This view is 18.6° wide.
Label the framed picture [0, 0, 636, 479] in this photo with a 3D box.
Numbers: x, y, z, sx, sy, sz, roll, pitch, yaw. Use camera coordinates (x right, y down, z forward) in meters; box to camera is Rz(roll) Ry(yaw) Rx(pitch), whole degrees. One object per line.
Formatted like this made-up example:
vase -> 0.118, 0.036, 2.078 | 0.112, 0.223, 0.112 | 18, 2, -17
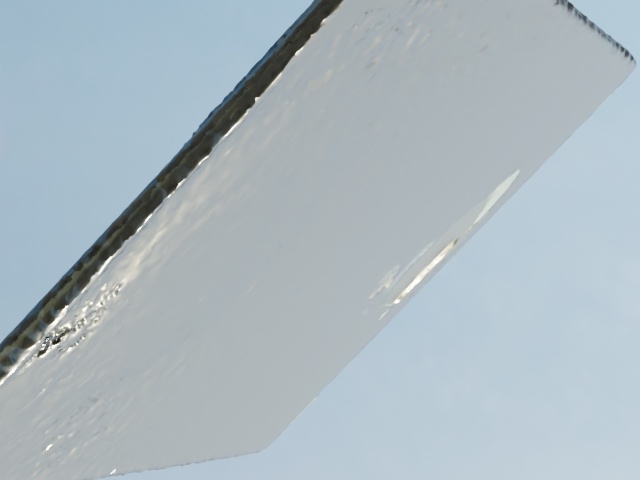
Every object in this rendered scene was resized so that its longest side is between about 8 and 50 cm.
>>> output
framed picture -> 0.000, 0.000, 0.702 | 0.013, 0.244, 0.324 | 47, -168, 15
